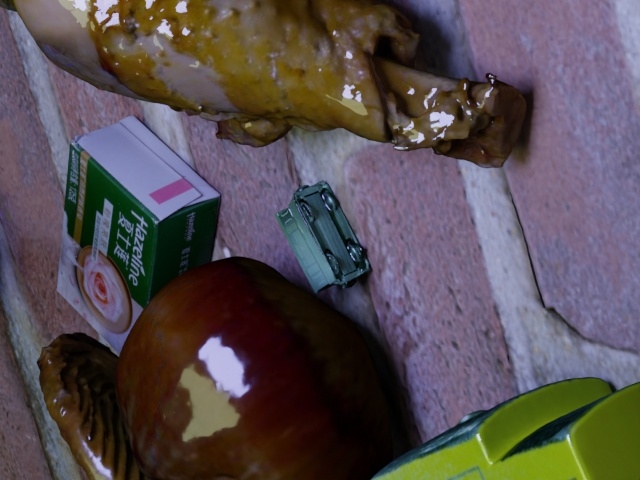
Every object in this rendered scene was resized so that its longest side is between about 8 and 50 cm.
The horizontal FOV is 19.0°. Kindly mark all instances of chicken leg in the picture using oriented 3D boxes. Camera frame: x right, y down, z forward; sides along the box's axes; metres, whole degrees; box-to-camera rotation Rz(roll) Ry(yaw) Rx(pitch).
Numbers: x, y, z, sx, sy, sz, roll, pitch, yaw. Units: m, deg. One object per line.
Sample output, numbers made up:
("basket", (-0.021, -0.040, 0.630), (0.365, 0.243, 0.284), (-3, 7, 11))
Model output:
("chicken leg", (-0.034, -0.143, 1.446), (0.409, 0.182, 0.295), (20, 162, 16))

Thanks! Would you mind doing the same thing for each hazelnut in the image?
("hazelnut", (-0.055, 0.141, 1.591), (0.251, 0.217, 0.217), (50, 146, -8))

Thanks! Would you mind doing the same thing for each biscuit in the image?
("biscuit", (-0.139, 0.208, 1.726), (0.318, 0.040, 0.318), (48, -172, -8))

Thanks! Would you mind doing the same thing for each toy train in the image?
("toy train", (0.000, 0.000, 1.584), (0.093, 0.038, 0.056), (62, 148, 4))
("toy train", (0.165, 0.254, 1.413), (0.442, 0.179, 0.272), (-37, 74, 56))

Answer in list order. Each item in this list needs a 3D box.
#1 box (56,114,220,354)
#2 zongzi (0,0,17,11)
("box", (-0.173, 0.004, 1.780), (0.135, 0.081, 0.199), (42, 141, 30))
("zongzi", (-0.279, -0.275, 1.763), (0.123, 0.289, 0.260), (-57, 21, 9))
